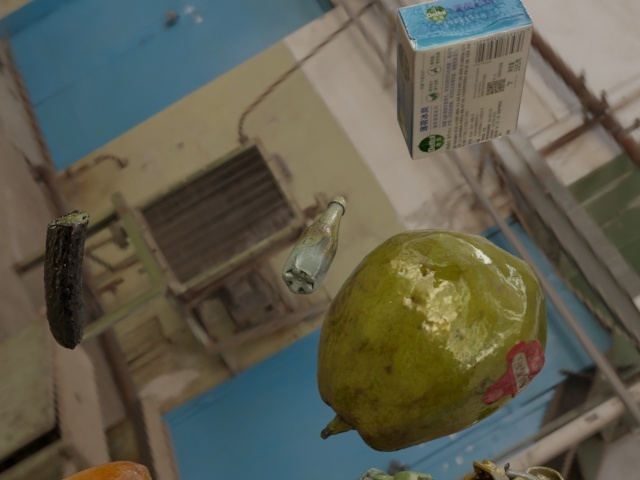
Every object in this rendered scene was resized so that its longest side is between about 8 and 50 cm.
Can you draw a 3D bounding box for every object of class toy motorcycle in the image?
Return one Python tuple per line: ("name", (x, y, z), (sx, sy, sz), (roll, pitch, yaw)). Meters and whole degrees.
("toy motorcycle", (0.220, 0.307, 1.226), (0.094, 0.130, 0.229), (25, -11, 41))

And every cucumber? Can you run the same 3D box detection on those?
("cucumber", (-0.388, 0.065, 1.592), (0.067, 0.067, 0.245), (-119, -145, -55))

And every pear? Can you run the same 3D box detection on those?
("pear", (0.139, 0.145, 1.462), (0.287, 0.375, 0.287), (46, -8, 8))

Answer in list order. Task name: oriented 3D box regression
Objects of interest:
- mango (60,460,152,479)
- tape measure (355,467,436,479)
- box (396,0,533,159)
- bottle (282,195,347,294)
("mango", (-0.345, 0.402, 1.353), (0.199, 0.350, 0.201), (59, 14, -49))
("tape measure", (0.128, 0.464, 1.806), (0.200, 0.175, 0.106), (71, 31, -50))
("box", (0.163, -0.193, 1.228), (0.194, 0.139, 0.073), (85, -10, -57))
("bottle", (0.000, 0.000, 2.111), (0.083, 0.083, 0.270), (59, 36, -27))
